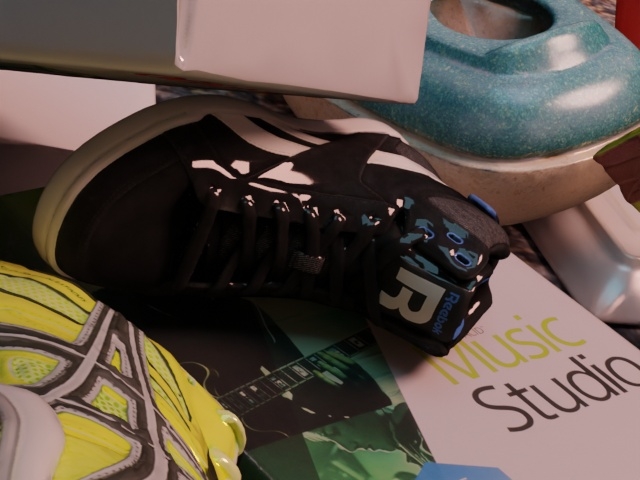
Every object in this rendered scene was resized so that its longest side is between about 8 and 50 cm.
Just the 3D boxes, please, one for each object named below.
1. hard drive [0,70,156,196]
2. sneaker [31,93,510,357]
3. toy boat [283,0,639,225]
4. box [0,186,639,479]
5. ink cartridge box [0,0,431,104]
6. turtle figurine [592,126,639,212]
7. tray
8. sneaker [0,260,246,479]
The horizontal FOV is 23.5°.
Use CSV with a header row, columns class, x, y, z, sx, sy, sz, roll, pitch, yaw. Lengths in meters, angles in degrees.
class,x,y,z,sx,sy,sz,roll,pitch,yaw
hard drive,-0.214,-0.131,0.895,0.233,0.047,0.353,9,30,-13
sneaker,0.000,0.000,0.629,0.217,0.079,0.121,-10,38,-47
toy boat,0.124,-0.141,0.930,0.318,0.148,0.267,-23,42,-33
box,0.031,0.065,0.680,0.232,0.058,0.322,-12,39,-41
ink cartridge box,-0.120,-0.130,0.634,0.289,0.122,0.211,8,6,26
turtle figurine,0.243,0.023,0.797,0.269,0.087,0.217,-26,82,-31
tray,0.180,-0.034,0.955,0.145,0.030,0.270,6,31,-21
sneaker,-0.073,0.087,0.467,0.147,0.145,0.384,-1,27,-33
